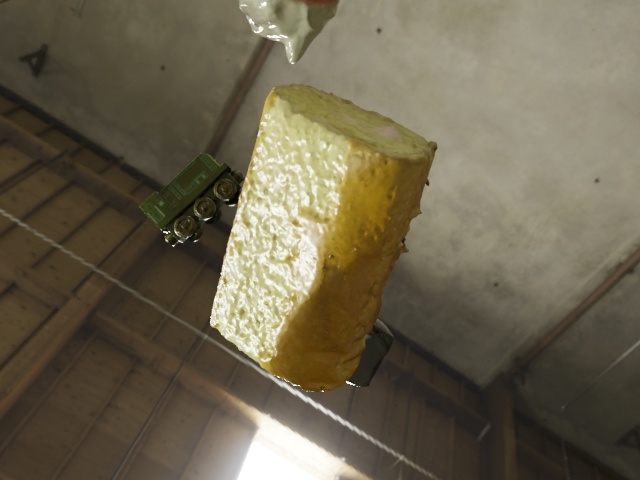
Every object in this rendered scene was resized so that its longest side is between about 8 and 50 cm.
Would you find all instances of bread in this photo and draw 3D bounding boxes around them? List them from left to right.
[{"bbox_3d":[0.000,0.000,0.891,0.237,0.375,0.165,30,-152,26],"label":"bread"}]

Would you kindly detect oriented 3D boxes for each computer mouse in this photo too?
[{"bbox_3d":[0.059,0.182,1.156,0.122,0.217,0.073,20,-131,-1],"label":"computer mouse"}]

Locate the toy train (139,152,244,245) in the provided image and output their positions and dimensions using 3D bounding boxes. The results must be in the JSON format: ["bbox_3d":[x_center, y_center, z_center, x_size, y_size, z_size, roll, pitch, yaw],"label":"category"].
[{"bbox_3d":[-0.280,-0.095,1.464,0.137,0.225,0.090,46,176,7],"label":"toy train"}]

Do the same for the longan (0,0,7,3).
[{"bbox_3d":[-0.571,-0.482,0.966,0.350,0.288,0.288,3,-137,-35],"label":"longan"}]

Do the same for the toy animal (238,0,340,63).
[{"bbox_3d":[-0.013,-0.404,0.877,0.266,0.188,0.307,-20,-123,-4],"label":"toy animal"}]
